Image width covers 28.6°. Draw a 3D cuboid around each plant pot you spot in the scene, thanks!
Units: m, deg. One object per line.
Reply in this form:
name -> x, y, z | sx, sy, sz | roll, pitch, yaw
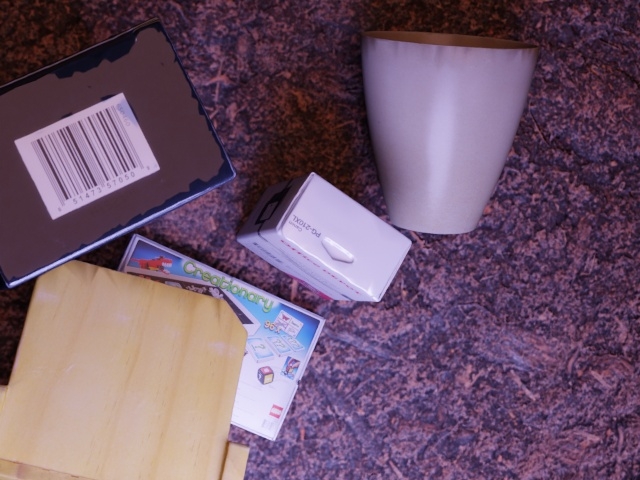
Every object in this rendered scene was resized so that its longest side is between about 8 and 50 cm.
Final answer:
plant pot -> 0.176, -0.155, 1.820 | 0.257, 0.256, 0.273 | -1, 104, -17

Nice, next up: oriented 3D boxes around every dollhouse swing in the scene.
dollhouse swing -> -0.292, 0.255, 1.706 | 0.347, 0.315, 0.304 | 15, 49, -14

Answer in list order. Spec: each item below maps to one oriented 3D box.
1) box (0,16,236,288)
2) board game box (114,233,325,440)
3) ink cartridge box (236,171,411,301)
box -> -0.315, -0.092, 1.573 | 0.294, 0.395, 0.212 | -27, 95, -17
board game box -> -0.168, 0.139, 1.785 | 0.305, 0.053, 0.193 | 25, 82, -14
ink cartridge box -> 0.000, 0.000, 1.745 | 0.172, 0.237, 0.100 | 34, 79, -13
